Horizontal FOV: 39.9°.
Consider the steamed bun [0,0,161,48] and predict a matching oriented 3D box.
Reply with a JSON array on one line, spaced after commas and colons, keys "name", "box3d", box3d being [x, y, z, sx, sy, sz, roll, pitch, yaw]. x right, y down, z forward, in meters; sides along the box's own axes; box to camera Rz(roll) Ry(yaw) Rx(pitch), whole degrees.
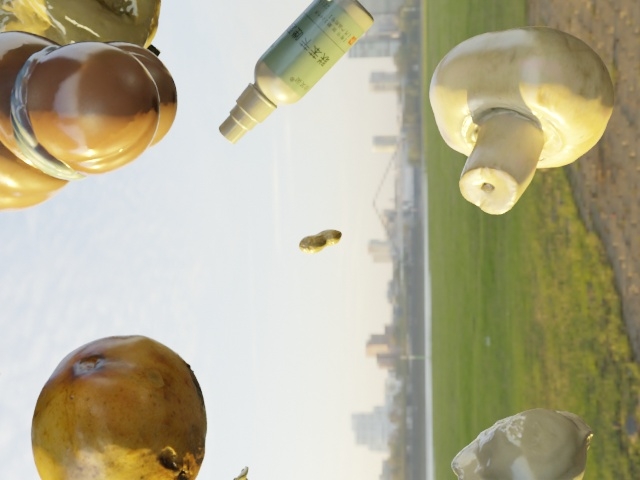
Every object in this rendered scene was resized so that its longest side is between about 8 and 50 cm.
[{"name": "steamed bun", "box3d": [-0.406, -0.371, 1.269, 0.230, 0.325, 0.372, 79, 166, -47]}]

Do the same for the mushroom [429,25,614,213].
[{"name": "mushroom", "box3d": [0.379, -0.264, 1.712, 0.353, 0.353, 0.325, -81, 2, -55]}]

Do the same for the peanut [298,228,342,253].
[{"name": "peanut", "box3d": [0.000, 0.000, 1.602, 0.037, 0.083, 0.037, 60, 168, 23]}]

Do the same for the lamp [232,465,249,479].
[{"name": "lamp", "box3d": [-0.055, 0.435, 1.436, 0.050, 0.198, 0.056, -63, -1, 15]}]

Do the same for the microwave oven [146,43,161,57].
[{"name": "microwave oven", "box3d": [-0.445, -0.336, 1.790, 0.162, 0.122, 0.208, 35, -106, -38]}]

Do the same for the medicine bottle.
[{"name": "medicine bottle", "box3d": [-0.058, -0.321, 1.649, 0.110, 0.352, 0.110, 44, -170, -9]}]

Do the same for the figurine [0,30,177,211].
[{"name": "figurine", "box3d": [-0.351, -0.192, 0.889, 0.388, 0.248, 0.276, 45, -170, -10]}]

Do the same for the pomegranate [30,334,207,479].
[{"name": "pomegranate", "box3d": [-0.274, 0.257, 1.201, 0.260, 0.260, 0.260, 0, -90, -84]}]

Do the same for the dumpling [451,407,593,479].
[{"name": "dumpling", "box3d": [0.298, 0.317, 1.283, 0.250, 0.162, 0.132, -34, -43, -35]}]
